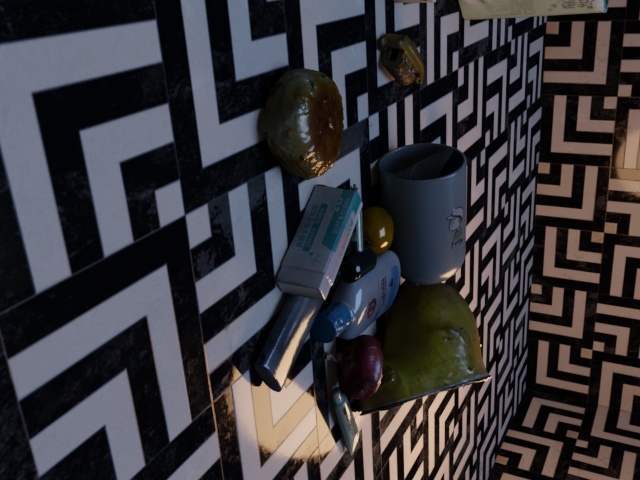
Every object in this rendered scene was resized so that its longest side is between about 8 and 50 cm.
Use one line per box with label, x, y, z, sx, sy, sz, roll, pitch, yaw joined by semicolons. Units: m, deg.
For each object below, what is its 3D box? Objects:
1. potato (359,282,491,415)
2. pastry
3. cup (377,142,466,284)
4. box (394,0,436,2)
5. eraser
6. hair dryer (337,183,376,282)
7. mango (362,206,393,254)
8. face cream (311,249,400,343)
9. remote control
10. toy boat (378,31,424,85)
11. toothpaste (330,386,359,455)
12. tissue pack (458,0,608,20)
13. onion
potato;0.232;0.264;1.776;0.397;0.290;0.296;-8;72;-25
pastry;-0.021;-0.209;1.229;0.192;0.093;0.182;42;58;-58
cup;0.255;-0.059;1.687;0.205;0.205;0.312;-49;139;-47
box;0.170;-0.656;1.467;0.299;0.106;0.200;11;88;-65
eraser;0.000;0.000;1.325;0.052;0.095;0.225;65;41;-53
hair dryer;0.069;-0.018;1.418;0.100;0.057;0.198;-25;114;-62
mango;0.125;-0.019;1.574;0.163;0.089;0.111;35;69;-72
face cream;0.082;0.134;1.532;0.336;0.080;0.163;-29;132;-58
remote control;-0.025;0.109;1.362;0.107;0.044;0.378;72;36;-49
toy boat;0.194;-0.416;1.629;0.226;0.068;0.088;25;80;-65
toothpaste;0.059;0.419;1.621;0.255;0.037;0.067;72;32;-45
tissue pack;0.571;-0.781;1.892;0.332;0.404;0.205;44;55;-58
onion;0.063;0.275;1.532;0.140;0.150;0.150;10;88;-22
